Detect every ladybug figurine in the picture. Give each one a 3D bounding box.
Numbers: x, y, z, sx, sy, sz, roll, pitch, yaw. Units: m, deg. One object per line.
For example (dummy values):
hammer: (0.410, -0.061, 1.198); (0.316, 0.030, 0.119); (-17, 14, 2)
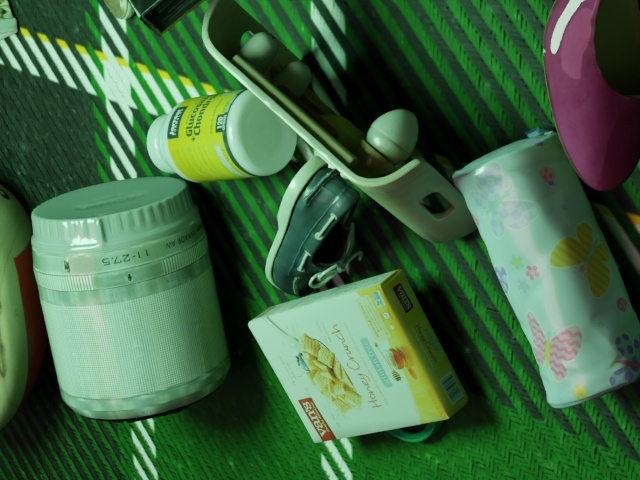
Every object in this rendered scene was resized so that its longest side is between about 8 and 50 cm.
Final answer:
ladybug figurine: (-0.509, 0.091, 2.426); (0.305, 0.162, 0.449); (29, 126, 35)

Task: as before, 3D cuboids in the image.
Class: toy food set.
toy food set: (0.028, -0.130, 1.734); (0.092, 0.220, 0.306); (-48, 64, 4)

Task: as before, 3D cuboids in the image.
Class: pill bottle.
pill bottle: (-0.121, -0.122, 1.956); (0.184, 0.103, 0.103); (-4, 105, 47)

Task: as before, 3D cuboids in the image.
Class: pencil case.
pencil case: (0.228, 0.029, 1.642); (0.124, 0.113, 0.273); (-25, 88, 58)

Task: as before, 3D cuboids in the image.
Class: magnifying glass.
magnifying glass: (0.060, 0.195, 1.971); (0.231, 0.026, 0.092); (-9, 101, 47)

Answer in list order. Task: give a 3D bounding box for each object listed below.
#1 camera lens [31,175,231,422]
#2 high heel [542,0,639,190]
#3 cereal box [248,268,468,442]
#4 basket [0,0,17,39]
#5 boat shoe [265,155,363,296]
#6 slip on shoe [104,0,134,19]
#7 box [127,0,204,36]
camera lens: (-0.239, 0.077, 2.084); (0.219, 0.219, 0.274); (6, 111, 46)
high heel: (0.297, -0.213, 1.438); (0.181, 0.127, 0.377); (23, 120, 52)
cereal box: (0.040, 0.138, 1.895); (0.240, 0.047, 0.173); (-20, 102, 48)
basket: (-0.516, -0.311, 2.253); (0.113, 0.167, 0.103); (-13, 91, 49)
boat shoe: (0.000, 0.000, 1.869); (0.079, 0.095, 0.254); (37, 148, 15)
slip on shoe: (-0.277, -0.336, 2.073); (0.051, 0.041, 0.135); (-21, 91, 49)
box: (-0.121, -0.408, 1.696); (0.322, 0.079, 0.257); (-39, 76, 4)
